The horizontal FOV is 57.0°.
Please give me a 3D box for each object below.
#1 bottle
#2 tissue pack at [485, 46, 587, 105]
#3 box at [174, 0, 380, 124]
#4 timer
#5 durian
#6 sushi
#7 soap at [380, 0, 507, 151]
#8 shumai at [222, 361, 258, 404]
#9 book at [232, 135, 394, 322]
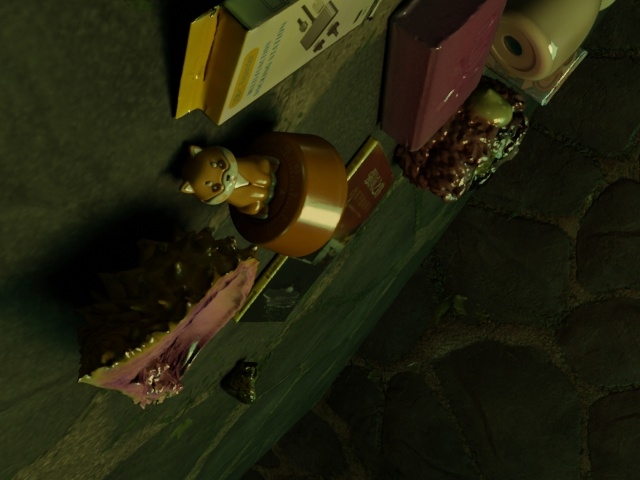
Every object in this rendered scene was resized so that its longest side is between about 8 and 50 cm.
[{"bbox_3d":[0.380,-0.379,0.924,0.236,0.147,0.147,-44,165,-6],"label":"bottle"},{"bbox_3d":[0.369,-0.328,1.041,0.115,0.155,0.065,-56,167,29],"label":"tissue pack"},{"bbox_3d":[-0.014,-0.185,0.489,0.247,0.033,0.129,-44,179,-27],"label":"box"},{"bbox_3d":[-0.069,-0.055,0.575,0.152,0.132,0.132,9,122,-48],"label":"timer"},{"bbox_3d":[-0.155,0.069,0.604,0.191,0.112,0.341,-56,176,-16],"label":"durian"},{"bbox_3d":[0.280,-0.200,1.141,0.270,0.171,0.236,-33,158,-39],"label":"sushi"},{"bbox_3d":[0.171,-0.261,0.826,0.181,0.081,0.259,-47,165,-14],"label":"soap"},{"bbox_3d":[-0.156,0.289,1.224,0.083,0.082,0.080,-4,-140,49],"label":"shumai"},{"bbox_3d":[0.000,0.000,1.066,0.374,0.028,0.262,-51,164,2],"label":"book"}]
